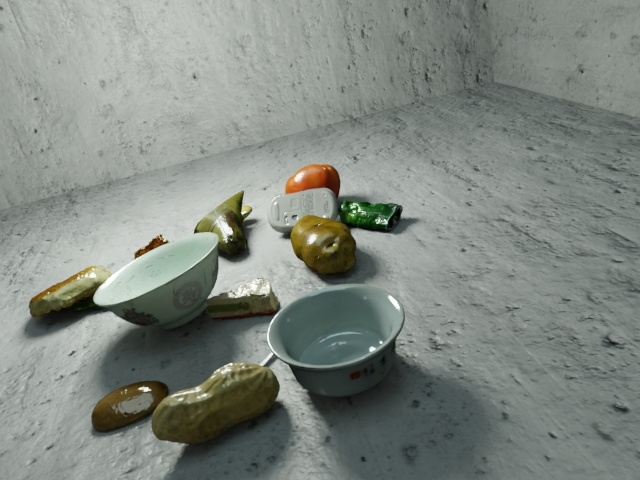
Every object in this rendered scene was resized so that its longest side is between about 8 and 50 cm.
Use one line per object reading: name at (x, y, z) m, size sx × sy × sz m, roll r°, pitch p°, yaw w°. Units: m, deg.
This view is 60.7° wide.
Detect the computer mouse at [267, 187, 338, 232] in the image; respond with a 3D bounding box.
computer mouse at (-0.069, -0.114, 2.238) m, size 0.296 × 0.184 × 0.121 m, roll -9°, pitch -13°, yaw 9°

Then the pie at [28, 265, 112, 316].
pie at (-0.944, 0.180, 2.061) m, size 0.315 × 0.092 × 0.315 m, roll -23°, pitch 14°, yaw 6°

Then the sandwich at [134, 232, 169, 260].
sandwich at (-0.635, 0.080, 2.127) m, size 0.235 × 0.159 × 0.079 m, roll -39°, pitch 8°, yaw -5°

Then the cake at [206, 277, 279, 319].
cake at (-0.248, 0.187, 1.777) m, size 0.220 × 0.086 × 0.117 m, roll -7°, pitch 26°, yaw 11°

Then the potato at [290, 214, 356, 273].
potato at (0.000, 0.000, 1.968) m, size 0.195 × 0.176 × 0.369 m, roll -56°, pitch 30°, yaw 6°

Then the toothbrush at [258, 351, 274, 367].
toothbrush at (-0.116, 0.304, 1.556) m, size 0.014 × 0.017 × 0.194 m, roll 8°, pitch 32°, yaw 34°

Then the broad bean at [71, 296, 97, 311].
broad bean at (-0.793, 0.227, 1.996) m, size 0.256 × 0.053 × 0.052 m, roll -6°, pitch -15°, yaw 9°

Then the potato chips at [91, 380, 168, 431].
potato chips at (-0.508, 0.426, 1.456) m, size 0.201 × 0.049 × 0.150 m, roll -13°, pitch 30°, yaw -14°

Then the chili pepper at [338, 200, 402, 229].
chili pepper at (0.177, -0.105, 2.177) m, size 0.270 × 0.099 × 0.136 m, roll 12°, pitch 59°, yaw 30°

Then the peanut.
peanut at (-0.246, 0.387, 1.305) m, size 0.313 × 0.149 × 0.149 m, roll -22°, pitch 27°, yaw -18°

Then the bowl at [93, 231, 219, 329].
bowl at (-0.490, 0.162, 1.784) m, size 0.434 × 0.196 × 0.435 m, roll -20°, pitch 20°, yaw 7°

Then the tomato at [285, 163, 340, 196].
tomato at (-0.029, -0.222, 2.376) m, size 0.259 × 0.180 × 0.260 m, roll -22°, pitch -16°, yaw -7°

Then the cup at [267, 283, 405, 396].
cup at (0.050, 0.268, 1.386) m, size 0.347 × 0.163 × 0.347 m, roll -10°, pitch 26°, yaw 5°

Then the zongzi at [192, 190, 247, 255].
zongzi at (-0.353, -0.087, 2.258) m, size 0.286 × 0.138 × 0.300 m, roll 19°, pitch 61°, yaw 46°

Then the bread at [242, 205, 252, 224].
bread at (-0.375, -0.084, 2.422) m, size 0.187 × 0.065 × 0.149 m, roll -30°, pitch 37°, yaw -16°
